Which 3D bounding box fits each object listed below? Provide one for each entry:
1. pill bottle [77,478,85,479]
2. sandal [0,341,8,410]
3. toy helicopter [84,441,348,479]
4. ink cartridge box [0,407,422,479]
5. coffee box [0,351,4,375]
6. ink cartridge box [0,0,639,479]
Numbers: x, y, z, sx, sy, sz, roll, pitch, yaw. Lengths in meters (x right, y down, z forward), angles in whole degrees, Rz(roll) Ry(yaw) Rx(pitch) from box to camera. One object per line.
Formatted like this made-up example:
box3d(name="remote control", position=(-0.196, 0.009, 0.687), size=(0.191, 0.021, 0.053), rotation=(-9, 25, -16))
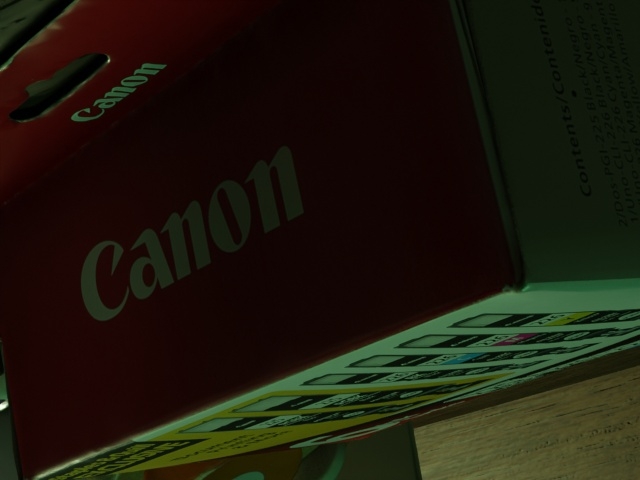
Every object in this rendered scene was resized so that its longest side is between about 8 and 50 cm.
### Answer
box3d(name="pill bottle", position=(-0.138, 0.125, 0.983), size=(0.117, 0.118, 0.208), rotation=(-13, 168, -6))
box3d(name="sandal", position=(-0.325, 0.162, 0.974), size=(0.169, 0.102, 0.416), rotation=(-7, 166, -30))
box3d(name="toy helicopter", position=(0.023, 0.079, 0.859), size=(0.355, 0.140, 0.235), rotation=(-27, 146, -18))
box3d(name="ink cartridge box", position=(-0.112, 0.223, 1.230), size=(0.384, 0.160, 0.279), rotation=(-6, 165, -2))
box3d(name="coffee box", position=(-0.240, 0.016, 0.416), size=(0.246, 0.098, 0.141), rotation=(-14, 167, 3))
box3d(name="ink cartridge box", position=(0.000, 0.000, 0.546), size=(0.271, 0.130, 0.309), rotation=(-2, 163, -39))
